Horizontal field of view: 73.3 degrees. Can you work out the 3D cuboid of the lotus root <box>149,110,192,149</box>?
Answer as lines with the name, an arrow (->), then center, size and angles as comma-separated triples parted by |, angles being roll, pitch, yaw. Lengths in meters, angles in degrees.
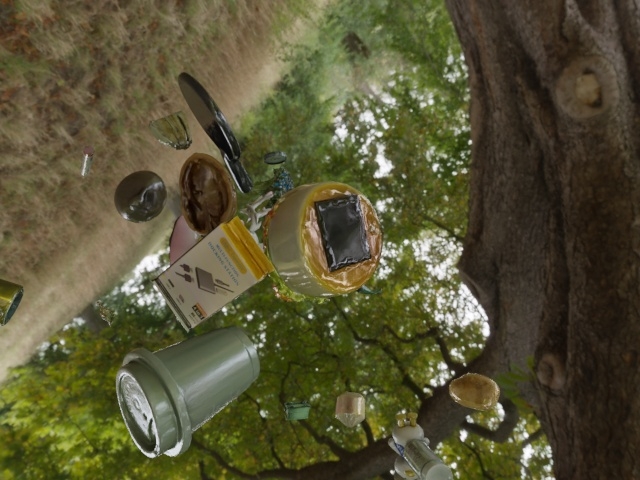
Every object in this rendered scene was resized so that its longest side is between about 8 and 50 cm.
lotus root -> -0.550, -0.397, 1.613 | 0.143, 0.144, 0.070 | -26, 170, -36

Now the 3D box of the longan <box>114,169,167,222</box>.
longan -> -0.598, -0.145, 1.435 | 0.185, 0.159, 0.204 | -57, -160, 7

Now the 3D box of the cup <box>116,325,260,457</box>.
cup -> -0.143, 0.160, 0.489 | 0.141, 0.120, 0.120 | -19, -178, -44

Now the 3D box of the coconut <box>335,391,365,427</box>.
coconut -> 0.144, 0.821, 2.075 | 0.147, 0.147, 0.153 | -22, -140, 32

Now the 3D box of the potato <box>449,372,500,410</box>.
potato -> 0.535, 0.522, 1.493 | 0.178, 0.109, 0.118 | -5, -159, 46

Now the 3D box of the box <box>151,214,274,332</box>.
box -> -0.210, 0.068, 0.815 | 0.247, 0.129, 0.033 | -36, 179, 28

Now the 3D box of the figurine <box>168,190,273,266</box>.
figurine -> -0.267, -0.021, 1.322 | 0.315, 0.207, 0.284 | 0, -160, 7

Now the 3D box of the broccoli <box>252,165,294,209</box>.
broccoli -> -0.175, -0.192, 1.600 | 0.160, 0.167, 0.154 | 11, -163, 11

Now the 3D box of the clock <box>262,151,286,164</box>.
clock -> -0.160, -0.289, 1.517 | 0.085, 0.017, 0.085 | -9, 169, -2

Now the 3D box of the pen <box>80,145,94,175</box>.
pen -> -0.638, -0.210, 1.173 | 0.026, 0.026, 0.218 | -36, -170, -32

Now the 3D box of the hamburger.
hamburger -> 0.000, 0.000, 0.988 | 0.294, 0.276, 0.179 | -18, -174, -34

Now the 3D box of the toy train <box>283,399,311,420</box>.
toy train -> -0.078, 0.573, 1.451 | 0.093, 0.056, 0.038 | 1, -167, -18

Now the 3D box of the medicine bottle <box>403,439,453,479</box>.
medicine bottle -> 0.321, 0.679, 1.304 | 0.086, 0.086, 0.183 | -31, -178, -9

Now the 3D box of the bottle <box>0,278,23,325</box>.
bottle -> -0.701, 0.069, 0.765 | 0.082, 0.286, 0.082 | -51, -155, 35

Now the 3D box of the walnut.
walnut -> -0.278, -0.120, 1.116 | 0.167, 0.211, 0.087 | -8, -179, 26

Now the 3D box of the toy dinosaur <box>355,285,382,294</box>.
toy dinosaur -> 0.036, 0.099, 1.260 | 0.120, 0.292, 0.079 | -27, -150, 50

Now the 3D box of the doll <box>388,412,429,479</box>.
doll -> 0.301, 0.722, 1.460 | 0.138, 0.293, 0.119 | -5, -167, 5

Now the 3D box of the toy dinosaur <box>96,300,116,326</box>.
toy dinosaur -> -0.519, 0.186, 1.054 | 0.041, 0.113, 0.026 | 22, -129, 18

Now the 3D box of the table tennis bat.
table tennis bat -> -0.167, -0.169, 0.715 | 0.027, 0.236, 0.150 | -38, -128, -13
